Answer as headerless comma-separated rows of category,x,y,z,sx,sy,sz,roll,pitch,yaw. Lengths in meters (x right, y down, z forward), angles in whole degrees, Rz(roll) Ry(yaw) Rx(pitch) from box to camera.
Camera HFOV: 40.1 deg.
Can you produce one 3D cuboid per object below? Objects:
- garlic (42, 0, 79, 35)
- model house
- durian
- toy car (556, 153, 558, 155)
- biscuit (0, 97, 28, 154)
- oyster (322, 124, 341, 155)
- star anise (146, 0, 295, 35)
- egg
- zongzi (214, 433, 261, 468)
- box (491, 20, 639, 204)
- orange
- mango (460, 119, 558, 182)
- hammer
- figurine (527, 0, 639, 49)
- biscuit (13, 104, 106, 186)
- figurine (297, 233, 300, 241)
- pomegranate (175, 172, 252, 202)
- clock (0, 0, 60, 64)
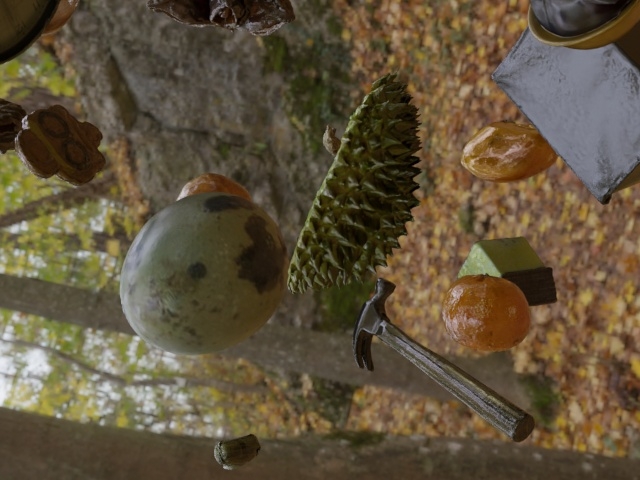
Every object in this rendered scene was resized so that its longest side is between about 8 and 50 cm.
garlic,-0.737,-0.602,2.296,0.115,0.207,0.128,-145,53,-60
model house,0.496,0.120,2.276,0.211,0.194,0.170,59,140,38
durian,0.032,-0.061,1.205,0.169,0.158,0.352,52,125,48
toy car,0.555,-0.216,1.847,0.142,0.055,0.069,-25,-17,-24
biscuit,-0.877,-0.291,2.149,0.332,0.332,0.103,-61,-17,-72
oyster,0.047,-0.274,2.427,0.038,0.083,0.080,29,109,59
star anise,-0.163,-0.381,1.383,0.214,0.220,0.099,-170,86,-72
egg,-0.257,0.074,1.929,0.428,0.345,0.345,-32,-42,-52
zongzi,-0.181,0.411,1.652,0.104,0.113,0.052,8,-129,-51
box,0.543,-0.289,1.640,0.204,0.345,0.251,-19,-26,-34
orange,0.347,0.148,1.849,0.193,0.193,0.161,3,-86,-85
mango,0.465,-0.221,2.171,0.126,0.252,0.154,-27,-74,-61
hammer,0.196,0.212,1.492,0.440,0.044,0.168,31,101,53
figurine,0.367,-0.385,1.198,0.192,0.167,0.257,-90,-11,-47
biscuit,-0.606,-0.228,2.083,0.041,0.208,0.290,-34,6,29
figurine,0.000,0.000,2.069,0.060,0.106,0.047,-43,-45,-69
pomegranate,-0.313,-0.084,2.579,0.248,0.248,0.248,12,-90,-85
clock,-0.620,-0.479,1.702,0.312,0.061,0.312,-52,-12,-15
